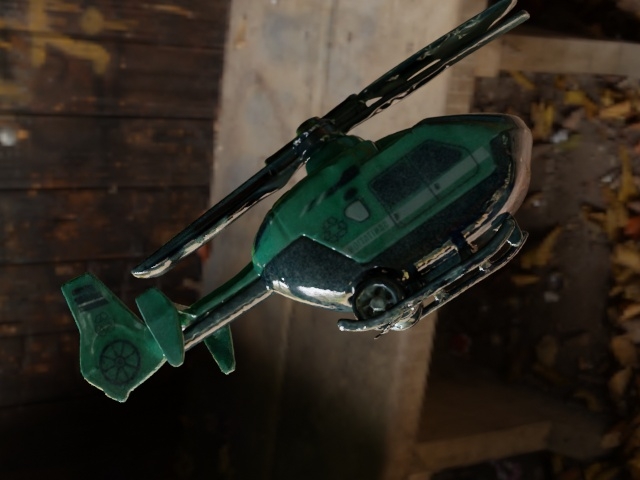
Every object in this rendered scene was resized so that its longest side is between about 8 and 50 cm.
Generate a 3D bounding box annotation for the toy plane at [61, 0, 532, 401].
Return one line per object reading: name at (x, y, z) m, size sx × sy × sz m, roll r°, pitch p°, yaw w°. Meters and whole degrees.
toy plane at (0.000, 0.000, 0.506) m, size 0.235 × 0.060 × 0.096 m, roll -33°, pitch 79°, yaw 11°
